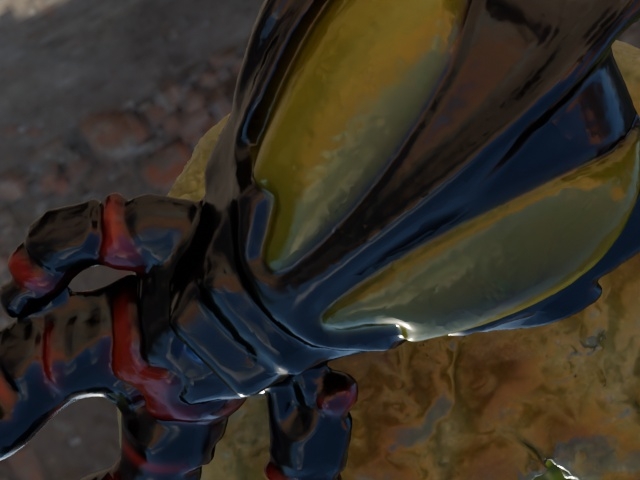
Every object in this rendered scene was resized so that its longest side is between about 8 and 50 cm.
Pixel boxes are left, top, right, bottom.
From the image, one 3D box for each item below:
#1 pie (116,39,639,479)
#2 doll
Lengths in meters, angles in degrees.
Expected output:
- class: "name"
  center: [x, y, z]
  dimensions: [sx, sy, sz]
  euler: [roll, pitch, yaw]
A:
- class: "pie"
  center: [0.055, 0.044, 0.735]
  dimensions: [0.337, 0.337, 0.075]
  euler: [-31, 169, 3]
- class: "doll"
  center: [0.001, 0.003, 0.466]
  dimensions: [0.249, 0.088, 0.127]
  euler: [-36, 134, 15]
